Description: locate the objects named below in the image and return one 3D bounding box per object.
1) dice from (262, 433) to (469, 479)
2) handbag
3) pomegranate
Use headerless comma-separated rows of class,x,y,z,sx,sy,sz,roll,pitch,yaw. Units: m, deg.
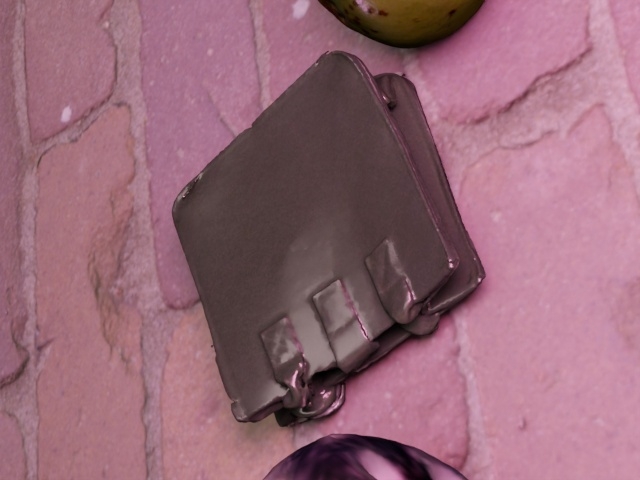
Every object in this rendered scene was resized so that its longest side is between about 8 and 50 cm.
dice,0.042,0.255,0.854,0.182,0.183,0.181,42,106,44
handbag,0.001,0.000,1.048,0.247,0.079,0.260,-39,54,27
pomegranate,0.087,-0.268,1.010,0.224,0.181,0.181,-39,51,1
